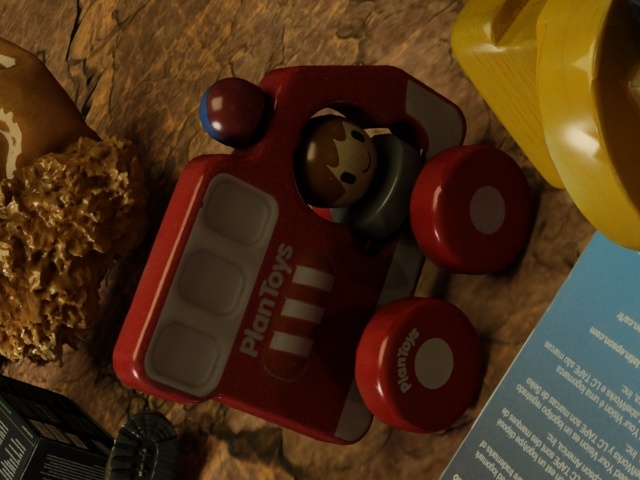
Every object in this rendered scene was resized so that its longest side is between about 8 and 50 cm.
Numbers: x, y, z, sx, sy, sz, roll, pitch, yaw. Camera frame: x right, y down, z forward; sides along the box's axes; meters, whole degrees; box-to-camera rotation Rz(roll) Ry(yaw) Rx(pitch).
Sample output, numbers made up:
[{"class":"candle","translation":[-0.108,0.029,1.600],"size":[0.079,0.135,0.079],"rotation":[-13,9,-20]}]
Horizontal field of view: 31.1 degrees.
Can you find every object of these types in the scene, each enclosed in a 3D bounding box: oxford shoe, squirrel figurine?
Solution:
[{"class":"oxford shoe","translation":[-0.188,0.276,1.123],"size":[0.096,0.083,0.227],"rotation":[180,110,-82]},{"class":"squirrel figurine","translation":[-0.416,-0.018,1.348],"size":[0.397,0.370,0.281],"rotation":[25,133,33]}]

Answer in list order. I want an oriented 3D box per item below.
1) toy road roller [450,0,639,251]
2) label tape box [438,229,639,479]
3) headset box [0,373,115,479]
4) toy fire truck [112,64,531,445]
[{"class":"toy road roller","translation":[0.224,-0.143,0.630],"size":[0.241,0.202,0.329],"rotation":[3,52,51]},{"class":"label tape box","translation":[0.178,0.186,0.637],"size":[0.347,0.115,0.249],"rotation":[-61,33,8]},{"class":"headset box","translation":[-0.346,0.316,1.245],"size":[0.246,0.131,0.283],"rotation":[20,85,56]},{"class":"toy fire truck","translation":[0.000,0.000,0.872],"size":[0.169,0.254,0.302],"rotation":[4,72,54]}]
